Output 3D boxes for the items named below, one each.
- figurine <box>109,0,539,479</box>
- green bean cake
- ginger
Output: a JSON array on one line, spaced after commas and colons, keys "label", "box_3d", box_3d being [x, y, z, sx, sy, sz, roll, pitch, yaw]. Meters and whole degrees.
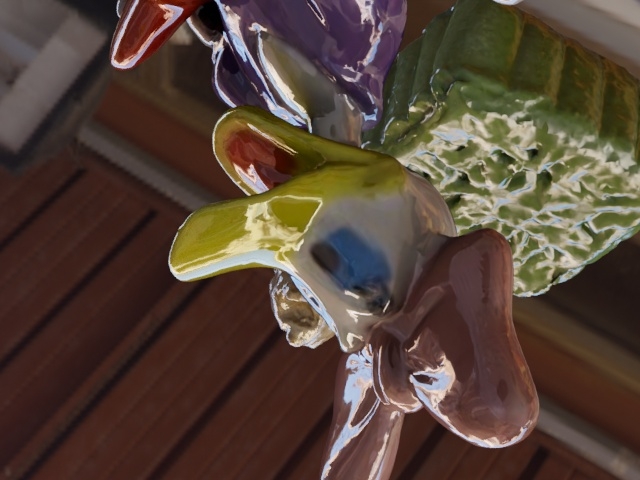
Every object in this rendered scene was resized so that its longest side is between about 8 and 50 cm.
[{"label": "figurine", "box_3d": [0.006, -0.099, 0.650, 0.193, 0.154, 0.421, 16, -120, -22]}, {"label": "green bean cake", "box_3d": [0.153, -0.076, 1.223, 0.248, 0.222, 0.125, 30, -130, -16]}, {"label": "ginger", "box_3d": [0.001, 0.002, 0.884, 0.051, 0.069, 0.173, -5, -140, 9]}]
